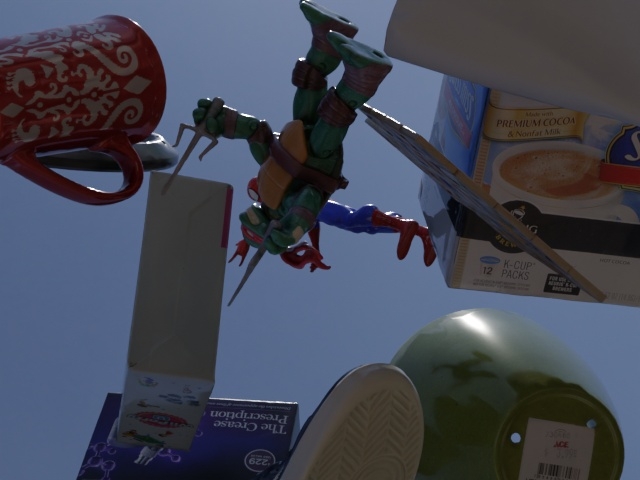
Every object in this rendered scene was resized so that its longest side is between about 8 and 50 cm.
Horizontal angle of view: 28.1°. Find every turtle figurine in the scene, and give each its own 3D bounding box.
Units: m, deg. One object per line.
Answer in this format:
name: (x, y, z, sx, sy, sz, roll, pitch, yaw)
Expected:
turtle figurine: (-0.032, -0.070, 1.050, 0.118, 0.175, 0.234, 8, -62, -48)

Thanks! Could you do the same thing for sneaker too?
sneaker: (-0.026, 0.234, 1.146, 0.131, 0.148, 0.350, 7, -63, -34)

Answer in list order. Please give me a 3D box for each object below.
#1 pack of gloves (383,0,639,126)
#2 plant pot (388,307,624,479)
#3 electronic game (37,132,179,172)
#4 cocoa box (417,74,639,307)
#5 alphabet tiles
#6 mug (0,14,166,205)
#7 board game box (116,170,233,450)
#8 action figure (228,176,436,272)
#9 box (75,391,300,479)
pack of gloves: (0.151, -0.118, 0.384, 0.195, 0.232, 0.046, -71, -18, 4)
plant pot: (0.219, 0.217, 1.413, 0.274, 0.293, 0.275, 0, -91, -8)
electronic game: (-0.286, -0.110, 1.550, 0.229, 0.229, 0.048, -5, -75, -44)
cocoa box: (0.300, -0.082, 1.335, 0.347, 0.231, 0.228, 6, -64, -6)
alphabet tiles: (0.110, -0.043, 1.025, 0.198, 0.237, 0.009, 38, -88, -20)
mug: (-0.210, -0.107, 1.025, 0.169, 0.150, 0.113, -19, -31, -51)
board game box: (-0.167, 0.090, 1.441, 0.097, 0.303, 0.224, 8, -113, -8)
action figure: (0.000, 0.000, 1.566, 0.091, 0.280, 0.139, 17, -85, -52)
box: (-0.165, 0.297, 1.653, 0.184, 0.261, 0.103, -80, -10, -51)
